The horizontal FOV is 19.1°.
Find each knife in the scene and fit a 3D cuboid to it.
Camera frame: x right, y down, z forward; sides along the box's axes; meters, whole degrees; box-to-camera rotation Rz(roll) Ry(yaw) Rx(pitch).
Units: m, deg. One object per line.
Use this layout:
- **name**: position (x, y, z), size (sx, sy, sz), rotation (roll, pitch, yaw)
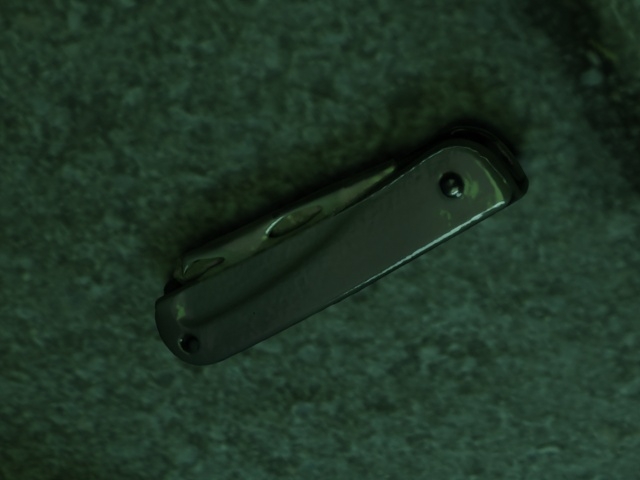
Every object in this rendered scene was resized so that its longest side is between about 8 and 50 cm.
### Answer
- **knife**: position (0.002, 0.002, 1.143), size (0.265, 0.040, 0.073), rotation (-26, 107, 31)
